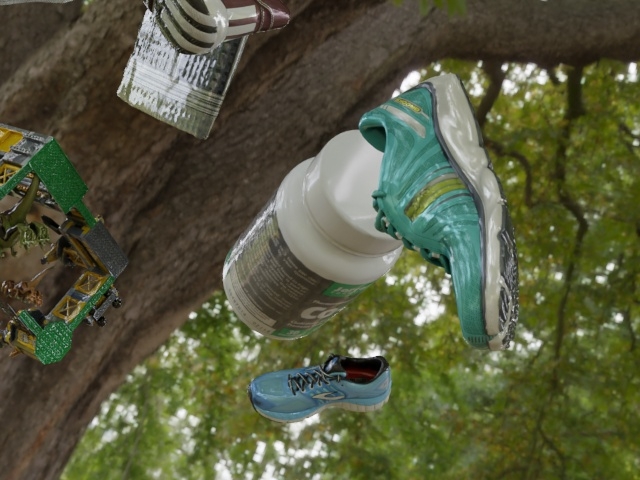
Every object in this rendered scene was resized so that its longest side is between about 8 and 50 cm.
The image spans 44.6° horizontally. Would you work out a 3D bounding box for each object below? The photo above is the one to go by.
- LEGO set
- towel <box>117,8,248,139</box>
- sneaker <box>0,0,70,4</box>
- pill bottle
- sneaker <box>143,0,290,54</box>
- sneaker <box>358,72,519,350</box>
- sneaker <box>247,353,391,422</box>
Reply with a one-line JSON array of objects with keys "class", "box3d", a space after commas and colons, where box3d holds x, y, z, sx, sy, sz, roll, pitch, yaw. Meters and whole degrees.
[{"class": "LEGO set", "box3d": [-0.430, -0.005, 1.061, 0.192, 0.255, 0.331, 16, -26, 31]}, {"class": "towel", "box3d": [-0.240, -0.366, 1.434, 0.056, 0.312, 0.324, 11, 14, -45]}, {"class": "sneaker", "box3d": [-0.611, -0.568, 1.695, 0.258, 0.094, 0.091, -17, -4, -14]}, {"class": "pill bottle", "box3d": [0.000, 0.000, 1.184, 0.204, 0.204, 0.361, 27, -35, -12]}, {"class": "sneaker", "box3d": [-0.124, -0.306, 0.816, 0.281, 0.162, 0.106, 60, -36, 21]}, {"class": "sneaker", "box3d": [0.100, -0.022, 0.662, 0.110, 0.275, 0.107, -17, -39, 8]}, {"class": "sneaker", "box3d": [0.001, 0.147, 0.839, 0.162, 0.063, 0.073, -6, -43, -16]}]
